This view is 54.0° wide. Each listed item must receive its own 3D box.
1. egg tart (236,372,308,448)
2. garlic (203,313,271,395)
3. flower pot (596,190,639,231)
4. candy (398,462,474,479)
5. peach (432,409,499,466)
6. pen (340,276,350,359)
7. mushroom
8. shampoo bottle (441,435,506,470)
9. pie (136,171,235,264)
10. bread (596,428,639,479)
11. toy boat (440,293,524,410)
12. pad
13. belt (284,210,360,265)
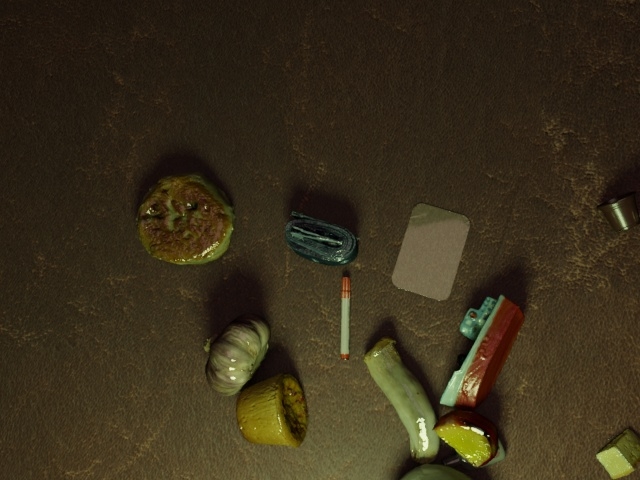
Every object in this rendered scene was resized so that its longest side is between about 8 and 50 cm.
[{"bbox_3d":[-0.134,0.470,1.705,0.147,0.202,0.202,-17,75,15],"label":"egg tart"},{"bbox_3d":[-0.240,0.308,1.732,0.160,0.245,0.245,21,80,8],"label":"garlic"},{"bbox_3d":[0.847,-0.076,1.765,0.111,0.111,0.089,-24,89,0],"label":"flower pot"},{"bbox_3d":[0.288,0.718,1.598,0.295,0.185,0.295,1,63,-3],"label":"candy"},{"bbox_3d":[0.384,0.502,1.637,0.172,0.092,0.127,19,119,22],"label":"peach"},{"bbox_3d":[0.072,0.223,1.814,0.028,0.028,0.239,0,77,6],"label":"pen"},{"bbox_3d":[0.231,0.433,1.720,0.123,0.095,0.351,-31,74,23],"label":"mushroom"},{"bbox_3d":[0.408,0.574,1.689,0.165,0.040,0.080,-20,74,0],"label":"shampoo bottle"},{"bbox_3d":[-0.414,-0.064,1.907,0.315,0.092,0.315,-1,79,6],"label":"pie"},{"bbox_3d":[0.797,0.557,1.661,0.109,0.080,0.084,-28,72,-37],"label":"bread"},{"bbox_3d":[0.421,0.304,1.705,0.133,0.145,0.332,22,78,34],"label":"toy boat"},{"bbox_3d":[0.324,0.031,1.843,0.176,0.002,0.266,17,79,10],"label":"pad"},{"bbox_3d":[0.000,0.000,1.822,0.218,0.128,0.122,17,80,11],"label":"belt"}]
